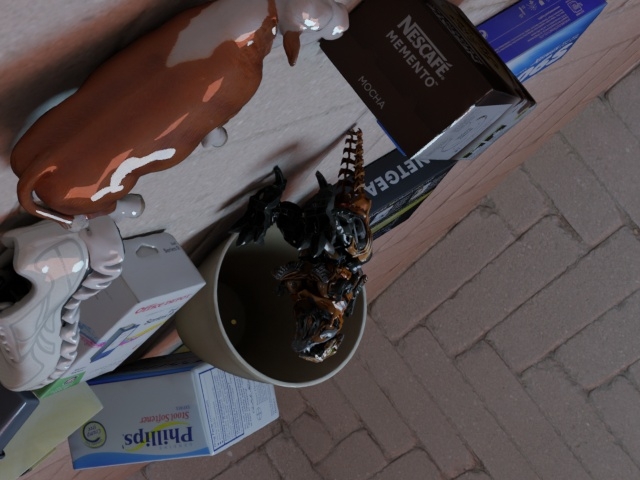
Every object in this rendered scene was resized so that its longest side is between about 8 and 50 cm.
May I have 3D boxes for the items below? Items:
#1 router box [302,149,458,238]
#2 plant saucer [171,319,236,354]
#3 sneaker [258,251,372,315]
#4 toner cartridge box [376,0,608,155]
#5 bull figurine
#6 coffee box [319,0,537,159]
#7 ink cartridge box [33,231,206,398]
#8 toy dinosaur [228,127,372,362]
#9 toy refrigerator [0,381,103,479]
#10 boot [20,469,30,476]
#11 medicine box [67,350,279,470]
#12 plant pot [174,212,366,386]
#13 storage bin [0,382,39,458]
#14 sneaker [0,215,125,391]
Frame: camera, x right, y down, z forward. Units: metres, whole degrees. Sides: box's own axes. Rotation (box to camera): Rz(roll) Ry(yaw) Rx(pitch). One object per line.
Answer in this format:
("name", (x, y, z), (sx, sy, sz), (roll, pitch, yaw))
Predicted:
("router box", (0.077, -0.055, 2.005), (0.309, 0.081, 0.243), (-31, 169, -31))
("plant saucer", (-0.168, 0.196, 2.333), (0.333, 0.081, 0.333), (-39, 170, 8))
("sneaker", (-0.024, 0.070, 1.835), (0.109, 0.130, 0.286), (20, 149, -40))
("toner cartridge box", (0.255, -0.266, 1.652), (0.348, 0.075, 0.165), (-33, 169, -23))
("bull figurine", (-0.120, -0.116, 0.917), (0.310, 0.101, 0.188), (-34, 172, -17))
("coffee box", (0.137, -0.191, 1.293), (0.119, 0.168, 0.297), (-40, 171, 18))
("ink cartridge box", (-0.272, 0.092, 1.405), (0.212, 0.093, 0.154), (-43, 168, 24))
("toy dinosaur", (0.000, 0.000, 1.570), (0.164, 0.322, 0.218), (-18, 151, 27))
("toy refrigerator", (-0.449, 0.300, 1.607), (0.102, 0.094, 0.269), (-33, -176, 46))
("boot", (-0.535, 0.355, 1.776), (0.208, 0.076, 0.189), (-36, 159, -53))
("medicine box", (-0.253, 0.280, 1.913), (0.263, 0.149, 0.289), (-11, 180, 20))
("plant pot", (-0.109, 0.105, 1.708), (0.256, 0.256, 0.274), (-31, -173, -32))
("storage bin", (-0.402, 0.184, 1.293), (0.091, 0.135, 0.098), (-48, 171, -4))
("sneaker", (-0.308, 0.067, 1.160), (0.118, 0.110, 0.292), (-18, 152, -41))
